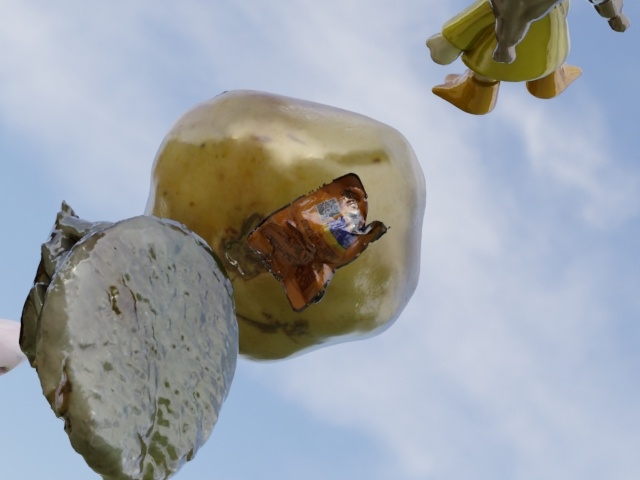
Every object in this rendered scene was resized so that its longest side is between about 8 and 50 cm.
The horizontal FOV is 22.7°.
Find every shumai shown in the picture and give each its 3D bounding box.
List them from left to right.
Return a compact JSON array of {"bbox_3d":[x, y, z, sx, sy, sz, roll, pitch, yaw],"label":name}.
[{"bbox_3d":[-0.153,0.071,1.109,0.120,0.201,0.201,-4,-49,33],"label":"shumai"}]

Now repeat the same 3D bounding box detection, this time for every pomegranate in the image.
[{"bbox_3d":[-0.036,-0.022,1.788,0.332,0.332,0.332,28,-31,19],"label":"pomegranate"}]

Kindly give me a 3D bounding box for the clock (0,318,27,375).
[{"bbox_3d":[-0.458,0.082,1.362,0.368,0.250,0.376,-24,-36,23],"label":"clock"}]

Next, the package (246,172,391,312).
[{"bbox_3d":[-0.001,0.000,1.248,0.110,0.033,0.077,-35,-84,17],"label":"package"}]

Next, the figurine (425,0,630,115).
[{"bbox_3d":[0.216,-0.269,1.574,0.187,0.215,0.344,48,-27,29],"label":"figurine"}]
